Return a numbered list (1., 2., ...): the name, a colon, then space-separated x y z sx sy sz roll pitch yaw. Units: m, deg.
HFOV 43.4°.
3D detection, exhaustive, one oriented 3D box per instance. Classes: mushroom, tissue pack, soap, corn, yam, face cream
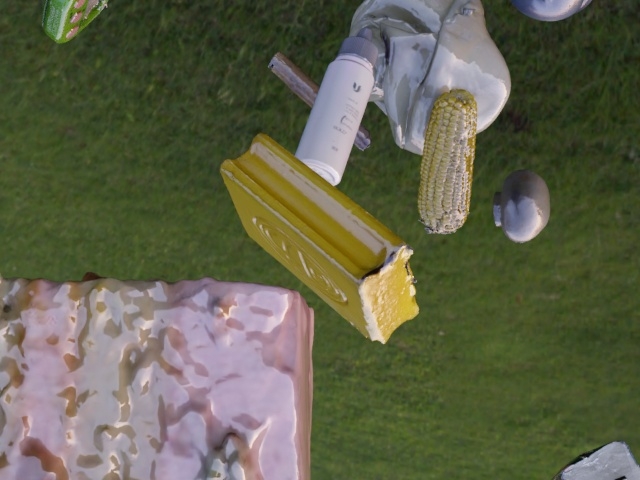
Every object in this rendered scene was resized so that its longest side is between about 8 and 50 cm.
1. mushroom: 0.503 -0.099 2.027 0.141 0.188 0.117 -1 158 20
2. tissue pack: 0.371 0.342 1.097 0.103 0.090 0.170 -23 151 -6
3. soap: 0.000 0.000 1.200 0.324 0.096 0.204 39 162 32
4. corn: 0.249 -0.144 1.585 0.115 0.115 0.317 6 126 11
5. yam: 0.003 -0.279 1.628 0.264 0.046 0.046 41 138 -5
6. face cream: 0.037 -0.249 1.424 0.092 0.311 0.092 16 159 6

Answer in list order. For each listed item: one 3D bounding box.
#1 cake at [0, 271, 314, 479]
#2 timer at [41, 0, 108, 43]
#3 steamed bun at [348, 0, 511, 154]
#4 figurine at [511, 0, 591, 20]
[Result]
1. cake: -0.156 0.178 0.728 0.307 0.314 0.293 -2 174 4
2. timer: -0.330 -0.341 1.109 0.047 0.128 0.140 38 150 -8
3. steamed bun: 0.186 -0.370 1.682 0.255 0.367 0.342 -9 166 -26
4. figurine: 0.409 -0.508 1.377 0.197 0.175 0.265 -26 132 -12
